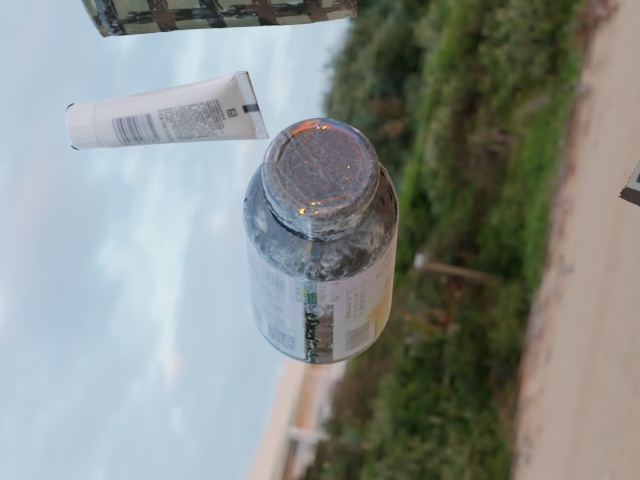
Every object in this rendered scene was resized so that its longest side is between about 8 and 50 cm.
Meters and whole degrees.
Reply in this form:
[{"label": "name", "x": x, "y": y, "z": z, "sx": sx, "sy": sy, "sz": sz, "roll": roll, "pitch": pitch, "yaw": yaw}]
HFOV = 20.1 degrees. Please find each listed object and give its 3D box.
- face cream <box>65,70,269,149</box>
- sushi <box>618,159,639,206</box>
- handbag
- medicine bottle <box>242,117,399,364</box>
[{"label": "face cream", "x": -0.183, "y": -0.146, "z": 2.113, "sx": 0.058, "sy": 0.243, "sz": 0.092, "roll": -67, "pitch": -35, "yaw": -49}, {"label": "sushi", "x": 0.466, "y": -0.063, "z": 2.005, "sx": 0.050, "sy": 0.215, "sz": 0.192, "roll": -74, "pitch": 8, "yaw": -55}, {"label": "handbag", "x": -0.117, "y": -0.416, "z": 2.196, "sx": 0.162, "sy": 0.325, "sz": 0.327, "roll": 70, "pitch": -161, "yaw": -60}, {"label": "medicine bottle", "x": 0.000, "y": 0.000, "z": 1.660, "sx": 0.293, "sy": 0.141, "sz": 0.141, "roll": 88, "pitch": -165, "yaw": -64}]
